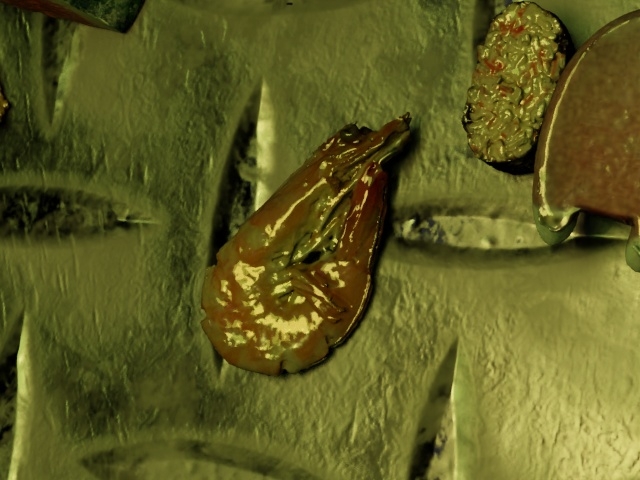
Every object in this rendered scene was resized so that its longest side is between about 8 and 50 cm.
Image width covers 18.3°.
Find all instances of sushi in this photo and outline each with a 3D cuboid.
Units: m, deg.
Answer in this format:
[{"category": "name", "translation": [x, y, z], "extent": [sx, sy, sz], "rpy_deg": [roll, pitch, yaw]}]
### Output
[{"category": "sushi", "translation": [0.183, -0.137, 1.794], "extent": [0.090, 0.078, 0.150], "rpy_deg": [13, 84, 30]}]

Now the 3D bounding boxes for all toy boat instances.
[{"category": "toy boat", "translation": [0.273, -0.092, 1.737], "extent": [0.155, 0.085, 0.227], "rpy_deg": [17, 92, 10]}]

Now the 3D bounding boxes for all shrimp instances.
[{"category": "shrimp", "translation": [0.000, 0.000, 1.879], "extent": [0.154, 0.062, 0.294], "rpy_deg": [38, 101, 17]}]

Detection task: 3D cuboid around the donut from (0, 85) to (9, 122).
[{"category": "donut", "translation": [-0.442, -0.216, 2.148], "extent": [0.152, 0.101, 0.259], "rpy_deg": [-28, 71, 27]}]

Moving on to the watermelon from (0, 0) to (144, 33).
[{"category": "watermelon", "translation": [-0.301, -0.355, 2.077], "extent": [0.226, 0.148, 0.318], "rpy_deg": [-32, 64, 27]}]
